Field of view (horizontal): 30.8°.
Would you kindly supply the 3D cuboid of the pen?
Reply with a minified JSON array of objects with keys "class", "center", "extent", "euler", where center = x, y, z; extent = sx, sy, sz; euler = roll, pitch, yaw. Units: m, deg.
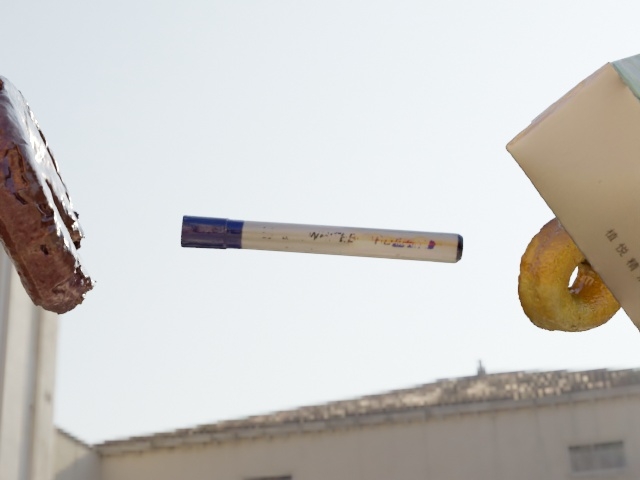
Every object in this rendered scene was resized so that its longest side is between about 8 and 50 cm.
[{"class":"pen","center":[0.000,0.000,1.101],"extent":[0.269,0.033,0.033],"euler":[4,-25,3]}]

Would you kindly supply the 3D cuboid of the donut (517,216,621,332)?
[{"class":"donut","center":[0.294,0.040,1.323],"extent":[0.152,0.152,0.058],"euler":[17,1,-36]}]

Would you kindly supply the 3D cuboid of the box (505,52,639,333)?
[{"class":"box","center":[0.282,-0.012,0.849],"extent":[0.111,0.260,0.194],"euler":[-43,-12,36]}]

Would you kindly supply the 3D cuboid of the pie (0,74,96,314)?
[{"class":"pie","center":[-0.252,-0.041,1.007],"extent":[0.054,0.219,0.204],"euler":[-21,-44,-3]}]
